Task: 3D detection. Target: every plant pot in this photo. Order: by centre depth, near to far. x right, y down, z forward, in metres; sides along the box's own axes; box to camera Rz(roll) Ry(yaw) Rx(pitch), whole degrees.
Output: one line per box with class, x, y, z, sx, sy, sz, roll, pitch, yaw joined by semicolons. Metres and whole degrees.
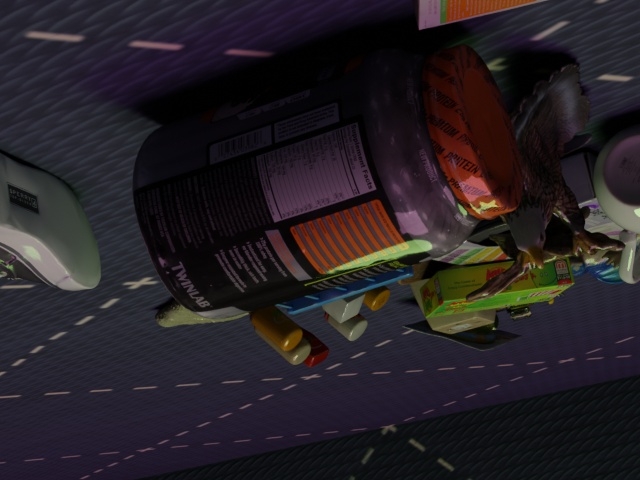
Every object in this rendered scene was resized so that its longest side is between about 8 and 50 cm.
plant pot;0.200;0.079;2.186;0.109;0.096;0.109;-18;164;24

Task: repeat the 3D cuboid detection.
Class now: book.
book;0.144;-0.213;1.171;0.144;0.035;0.096;-11;162;-1

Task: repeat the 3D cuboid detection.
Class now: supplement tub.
supplement tub;0.008;-0.055;1.348;0.316;0.194;0.193;-16;164;23

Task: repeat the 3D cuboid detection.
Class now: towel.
towel;-0.151;0.095;2.136;0.148;0.027;0.110;-1;162;-32

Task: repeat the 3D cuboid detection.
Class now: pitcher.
pitcher;0.375;-0.040;1.721;0.125;0.178;0.207;22;-179;23

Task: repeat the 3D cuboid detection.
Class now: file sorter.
file sorter;0.000;0.000;1.706;0.170;0.118;0.104;-19;160;30

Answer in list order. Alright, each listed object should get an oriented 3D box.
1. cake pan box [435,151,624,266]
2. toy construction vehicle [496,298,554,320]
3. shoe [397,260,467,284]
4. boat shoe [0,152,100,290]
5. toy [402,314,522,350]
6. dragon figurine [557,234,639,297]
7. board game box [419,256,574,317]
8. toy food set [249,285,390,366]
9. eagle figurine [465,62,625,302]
cake pan box;0.278;-0.030;1.891;0.245;0.070;0.267;-21;163;27
toy construction vehicle;0.335;0.098;2.493;0.098;0.035;0.086;-17;154;12
shoe;0.164;0.020;2.037;0.219;0.058;0.076;1;131;-51
boat shoe;-0.316;-0.012;1.458;0.102;0.108;0.301;-15;162;15
toy;0.239;0.130;2.447;0.137;0.056;0.237;15;-176;22
dragon figurine;0.404;0.013;2.100;0.289;0.085;0.144;-17;164;25
board game box;0.232;0.060;1.982;0.181;0.043;0.092;-8;165;-14
toy food set;-0.016;0.101;2.133;0.232;0.104;0.111;-26;145;-43
eagle figurine;0.191;-0.067;1.542;0.226;0.225;0.298;-49;128;-5
